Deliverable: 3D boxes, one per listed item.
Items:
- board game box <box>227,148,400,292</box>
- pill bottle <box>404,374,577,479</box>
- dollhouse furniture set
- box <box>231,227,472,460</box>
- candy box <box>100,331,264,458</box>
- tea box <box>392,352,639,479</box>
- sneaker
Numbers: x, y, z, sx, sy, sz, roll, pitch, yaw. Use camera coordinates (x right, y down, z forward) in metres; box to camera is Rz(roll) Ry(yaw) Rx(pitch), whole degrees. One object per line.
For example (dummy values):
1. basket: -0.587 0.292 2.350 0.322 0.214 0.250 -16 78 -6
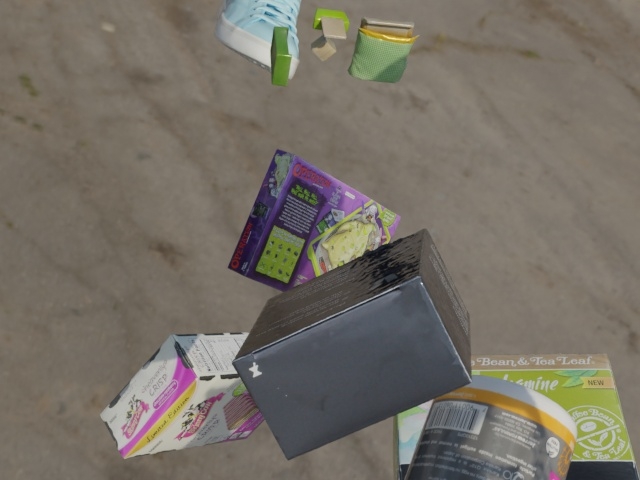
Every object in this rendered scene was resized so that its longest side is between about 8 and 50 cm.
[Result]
1. board game box: 0.000 0.000 1.730 0.056 0.208 0.347 26 -1 37
2. pill bottle: 0.157 0.294 1.076 0.162 0.162 0.278 23 67 0
3. dollhouse furniture set: 0.026 -0.187 1.054 0.151 0.076 0.058 4 43 -11
4. box: 0.031 0.077 0.816 0.093 0.156 0.158 63 13 -9
5. candy box: -0.137 0.191 1.302 0.233 0.159 0.071 5 43 -53
6. tea box: 0.272 0.352 1.507 0.329 0.220 0.323 -1 41 2
7. sneaker: -0.091 -0.383 1.683 0.135 0.150 0.366 22 20 -24
